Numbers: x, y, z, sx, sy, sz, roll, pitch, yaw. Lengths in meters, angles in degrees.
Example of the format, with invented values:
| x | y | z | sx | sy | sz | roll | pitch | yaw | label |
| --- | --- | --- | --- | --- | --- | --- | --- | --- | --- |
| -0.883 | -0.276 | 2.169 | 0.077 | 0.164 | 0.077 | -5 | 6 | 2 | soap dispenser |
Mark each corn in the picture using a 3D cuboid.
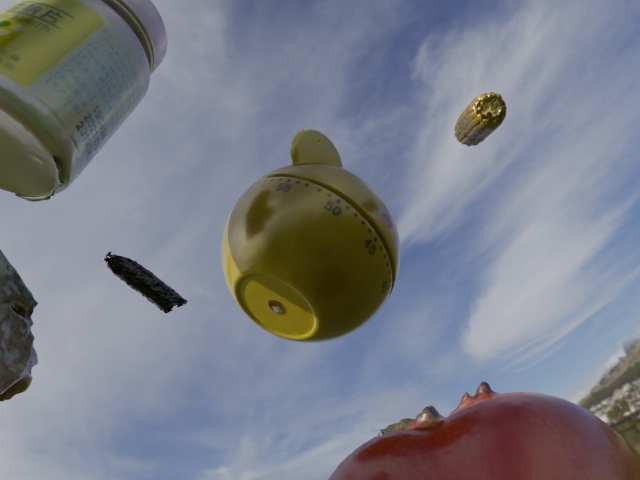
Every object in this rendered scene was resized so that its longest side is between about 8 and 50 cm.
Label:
| x | y | z | sx | sy | sz | roll | pitch | yaw | label |
| --- | --- | --- | --- | --- | --- | --- | --- | --- | --- |
| 0.286 | -0.217 | 0.738 | 0.068 | 0.068 | 0.207 | -33 | -4 | 10 | corn |

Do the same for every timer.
| x | y | z | sx | sy | sz | roll | pitch | yaw | label |
| --- | --- | --- | --- | --- | --- | --- | --- | --- | --- |
| 0.000 | 0.000 | 0.811 | 0.387 | 0.375 | 0.377 | -54 | -16 | -42 | timer |

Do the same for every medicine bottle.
| x | y | z | sx | sy | sz | roll | pitch | yaw | label |
| --- | --- | --- | --- | --- | --- | --- | --- | --- | --- |
| -0.409 | -0.263 | 0.649 | 0.213 | 0.379 | 0.214 | 8 | -40 | 6 | medicine bottle |

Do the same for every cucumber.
| x | y | z | sx | sy | sz | roll | pitch | yaw | label |
| --- | --- | --- | --- | --- | --- | --- | --- | --- | --- |
| -0.353 | 0.085 | 0.817 | 0.181 | 0.053 | 0.053 | 40 | -66 | -10 | cucumber |

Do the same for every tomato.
| x | y | z | sx | sy | sz | roll | pitch | yaw | label |
| --- | --- | --- | --- | --- | --- | --- | --- | --- | --- |
| 0.149 | 0.297 | 0.331 | 0.321 | 0.322 | 0.322 | -15 | -39 | -13 | tomato |

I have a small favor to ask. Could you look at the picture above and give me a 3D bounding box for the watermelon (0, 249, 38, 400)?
| x | y | z | sx | sy | sz | roll | pitch | yaw | label |
| --- | --- | --- | --- | --- | --- | --- | --- | --- | --- |
| -0.362 | 0.057 | 0.300 | 0.263 | 0.151 | 0.302 | -23 | -67 | 15 | watermelon |
